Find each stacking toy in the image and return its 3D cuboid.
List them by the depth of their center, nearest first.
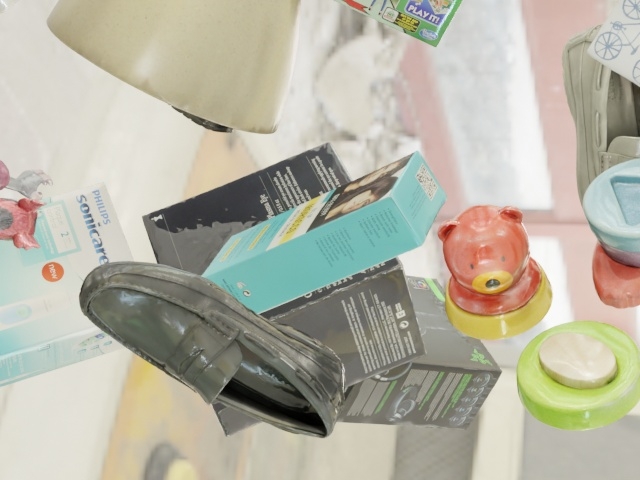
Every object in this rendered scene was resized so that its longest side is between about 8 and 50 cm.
[{"bbox_3d":[0.289,0.034,1.400,0.279,0.308,0.130,-113,-178,-51],"label":"stacking toy"}]

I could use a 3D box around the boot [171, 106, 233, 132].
[{"bbox_3d":[-0.218,-0.335,2.083,0.223,0.338,0.118,-62,168,14],"label":"boot"}]

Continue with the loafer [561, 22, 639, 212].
[{"bbox_3d":[0.383,-0.114,1.697,0.111,0.112,0.320,-1,-74,66],"label":"loafer"}]

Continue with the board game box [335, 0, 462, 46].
[{"bbox_3d":[0.069,-0.426,1.875,0.046,0.317,0.214,-81,-164,-54],"label":"board game box"}]

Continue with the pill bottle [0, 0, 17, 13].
[{"bbox_3d":[-0.435,-0.372,1.606,0.208,0.119,0.119,50,37,-27],"label":"pill bottle"}]

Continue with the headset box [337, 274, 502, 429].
[{"bbox_3d":[0.117,0.170,2.156,0.131,0.283,0.246,-63,-143,26],"label":"headset box"}]

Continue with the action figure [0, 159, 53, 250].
[{"bbox_3d":[-0.469,-0.040,1.518,0.276,0.370,0.248,56,38,-48],"label":"action figure"}]

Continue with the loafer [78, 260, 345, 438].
[{"bbox_3d":[-0.079,0.084,1.025,0.076,0.223,0.078,-53,-160,31],"label":"loafer"}]

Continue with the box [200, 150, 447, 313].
[{"bbox_3d":[0.000,0.000,1.339,0.060,0.244,0.100,56,32,-16],"label":"box"}]

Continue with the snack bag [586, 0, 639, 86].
[{"bbox_3d":[0.499,-0.230,1.407,0.323,0.342,0.037,-59,170,34],"label":"snack bag"}]

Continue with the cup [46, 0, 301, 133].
[{"bbox_3d":[-0.154,-0.317,1.749,0.237,0.331,0.331,-62,168,14],"label":"cup"}]

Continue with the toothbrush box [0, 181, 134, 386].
[{"bbox_3d":[-0.413,0.071,1.923,0.126,0.295,0.216,110,-39,-62],"label":"toothbrush box"}]

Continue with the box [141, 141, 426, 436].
[{"bbox_3d":[-0.059,0.061,1.962,0.343,0.312,0.179,-116,-173,-51],"label":"box"}]
